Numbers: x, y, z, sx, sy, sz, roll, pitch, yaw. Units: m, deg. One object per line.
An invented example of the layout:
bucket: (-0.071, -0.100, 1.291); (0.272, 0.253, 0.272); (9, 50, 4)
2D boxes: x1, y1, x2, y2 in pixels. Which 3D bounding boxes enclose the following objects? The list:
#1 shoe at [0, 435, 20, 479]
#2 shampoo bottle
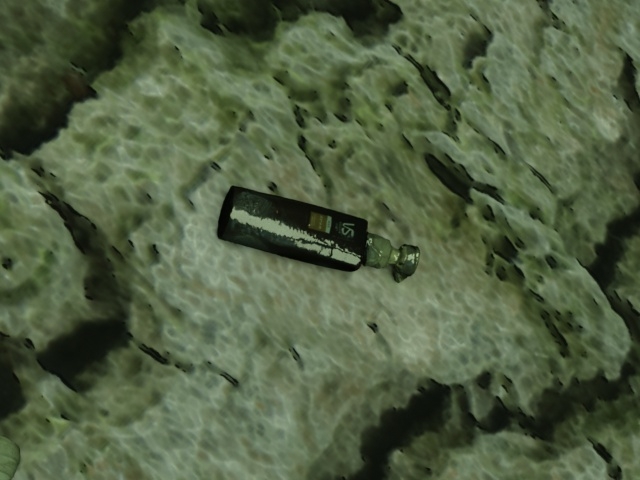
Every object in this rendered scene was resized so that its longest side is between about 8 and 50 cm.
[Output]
shoe: (-0.435, 0.257, 1.725); (0.316, 0.124, 0.159); (-1, 74, -9)
shampoo bottle: (0.000, -0.001, 1.910); (0.208, 0.063, 0.057); (16, 71, -12)
